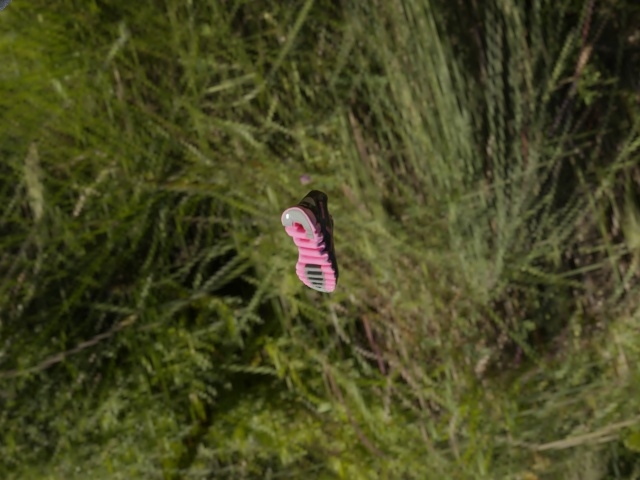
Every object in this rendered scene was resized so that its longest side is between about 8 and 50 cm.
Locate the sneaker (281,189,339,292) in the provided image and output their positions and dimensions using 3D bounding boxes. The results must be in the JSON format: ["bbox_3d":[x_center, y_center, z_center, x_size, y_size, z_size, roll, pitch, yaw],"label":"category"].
[{"bbox_3d":[0.000,0.000,1.053,0.047,0.119,0.057,11,-134,25],"label":"sneaker"}]

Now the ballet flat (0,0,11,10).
[{"bbox_3d":[-0.220,-0.119,0.496,0.400,0.139,0.139,-45,-179,-7],"label":"ballet flat"}]
